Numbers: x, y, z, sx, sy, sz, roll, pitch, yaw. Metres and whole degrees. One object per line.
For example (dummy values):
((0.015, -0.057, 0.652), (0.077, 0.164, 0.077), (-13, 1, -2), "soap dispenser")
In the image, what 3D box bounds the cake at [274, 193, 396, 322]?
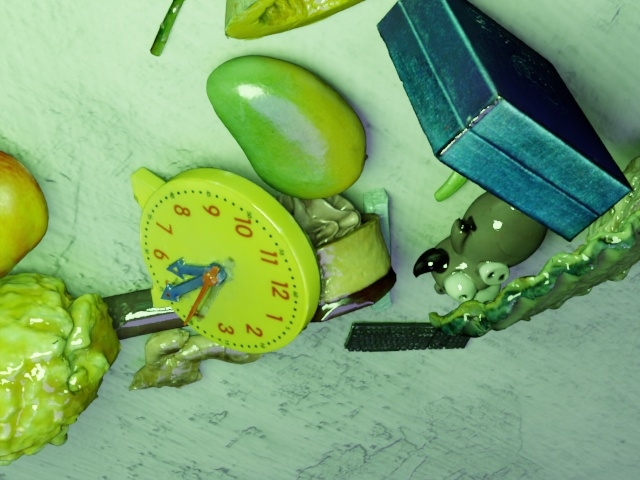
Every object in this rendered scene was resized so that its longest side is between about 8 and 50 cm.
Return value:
((0.000, 0.000, 1.435), (0.185, 0.207, 0.178), (-28, 112, -32), "cake")

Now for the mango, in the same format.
((-0.040, -0.154, 1.320), (0.156, 0.114, 0.251), (-27, 124, 25), "mango")

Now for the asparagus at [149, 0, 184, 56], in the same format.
((-0.179, -0.278, 1.218), (0.015, 0.018, 0.127), (-21, 151, -50), "asparagus")

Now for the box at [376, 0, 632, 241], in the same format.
((0.226, -0.171, 1.249), (0.261, 0.279, 0.116), (25, 122, -34), "box")

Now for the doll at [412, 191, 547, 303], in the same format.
((0.265, 0.006, 1.554), (0.182, 0.117, 0.257), (14, 126, -36), "doll")

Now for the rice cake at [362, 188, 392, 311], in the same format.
((0.091, 0.022, 1.572), (0.042, 0.045, 0.245), (-10, 136, -6), "rice cake")

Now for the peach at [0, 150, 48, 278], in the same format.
((-0.457, -0.039, 1.267), (0.197, 0.197, 0.197), (-8, 136, -8), "peach")

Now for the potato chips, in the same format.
((0.331, 0.052, 1.397), (0.358, 0.070, 0.429), (-22, 167, -6), "potato chips")

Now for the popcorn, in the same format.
((-0.433, 0.185, 1.421), (0.247, 0.282, 0.282), (23, 130, 2), "popcorn")

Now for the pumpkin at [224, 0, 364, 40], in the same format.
((-0.023, -0.315, 1.146), (0.217, 0.217, 0.110), (-18, 95, 3), "pumpkin")

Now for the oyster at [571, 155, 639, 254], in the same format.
((0.526, -0.083, 1.560), (0.354, 0.107, 0.201), (-42, 162, 17), "oyster")

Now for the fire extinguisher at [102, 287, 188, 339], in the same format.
((-0.214, 0.093, 1.538), (0.267, 0.072, 0.089), (-11, 140, -4), "fire extinguisher")

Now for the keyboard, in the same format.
((0.158, 0.172, 1.758), (0.231, 0.023, 0.072), (1, 136, -16), "keyboard")

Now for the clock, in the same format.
((-0.138, 0.037, 1.364), (0.293, 0.071, 0.277), (8, 124, 29), "clock")

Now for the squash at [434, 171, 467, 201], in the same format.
((0.203, -0.089, 1.507), (0.027, 0.027, 0.089), (15, 130, -28), "squash")

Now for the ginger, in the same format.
((-0.207, 0.198, 1.661), (0.214, 0.059, 0.133), (1, 126, -19), "ginger")
